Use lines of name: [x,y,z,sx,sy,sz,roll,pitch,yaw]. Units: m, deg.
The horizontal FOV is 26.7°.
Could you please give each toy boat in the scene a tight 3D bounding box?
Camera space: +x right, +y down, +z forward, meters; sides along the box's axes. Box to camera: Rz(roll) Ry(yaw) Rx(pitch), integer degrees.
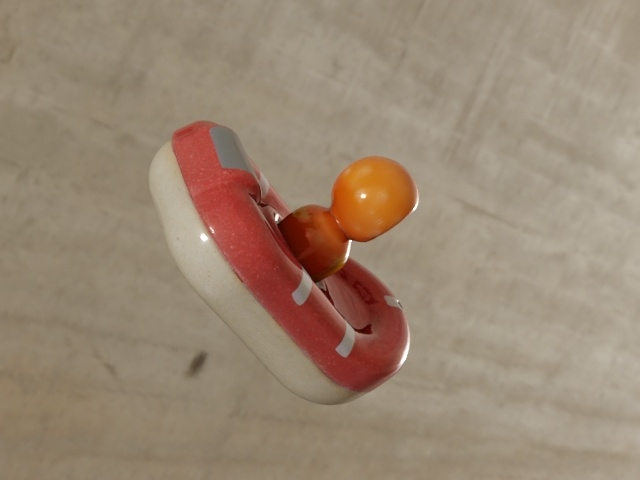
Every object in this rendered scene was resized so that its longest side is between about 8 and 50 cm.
toy boat: [0.000,0.000,0.910,0.231,0.151,0.151,51,9,-41]
